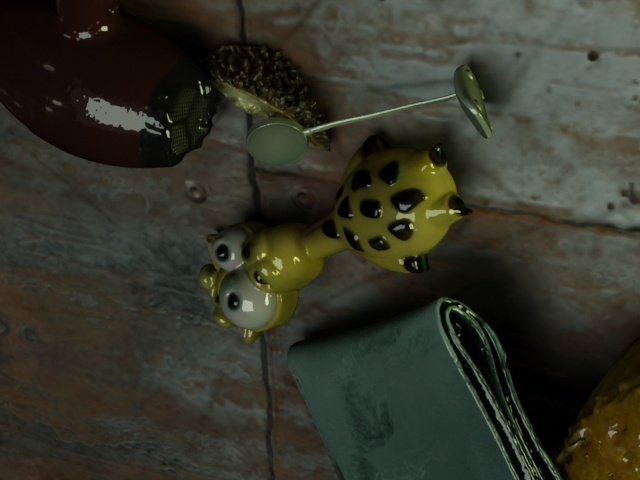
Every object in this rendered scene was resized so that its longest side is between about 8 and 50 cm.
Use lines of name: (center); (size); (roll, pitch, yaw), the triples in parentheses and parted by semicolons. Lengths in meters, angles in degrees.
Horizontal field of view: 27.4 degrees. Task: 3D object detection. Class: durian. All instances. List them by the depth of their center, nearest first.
durian: (-0.043, -0.113, 1.060); (0.130, 0.052, 0.066); (32, 130, -2)

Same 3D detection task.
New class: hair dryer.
hair dryer: (-0.214, -0.229, 1.004); (0.313, 0.123, 0.340); (28, 137, 15)

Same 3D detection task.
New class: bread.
bread: (0.313, 0.178, 1.041); (0.240, 0.139, 0.239); (12, 127, 17)

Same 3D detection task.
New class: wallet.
wallet: (0.096, 0.197, 1.113); (0.251, 0.054, 0.290); (-21, 94, 55)

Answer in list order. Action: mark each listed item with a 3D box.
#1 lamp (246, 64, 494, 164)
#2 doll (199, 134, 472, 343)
lamp: (0.034, -0.085, 1.016); (0.198, 0.056, 0.050); (-14, 141, 19)
doll: (0.000, 0.000, 1.100); (0.291, 0.086, 0.117); (-25, 76, 36)
